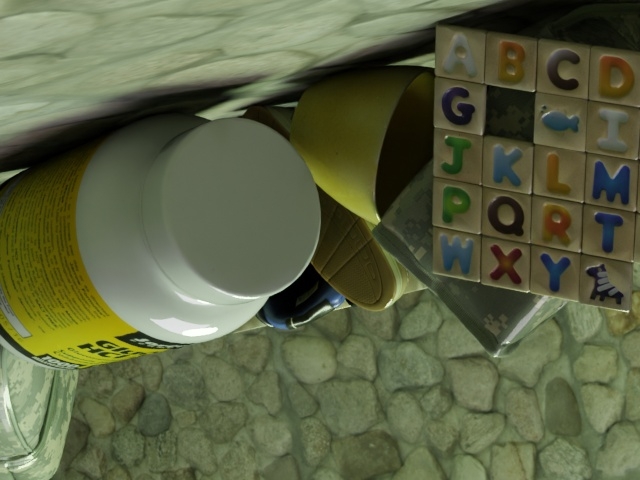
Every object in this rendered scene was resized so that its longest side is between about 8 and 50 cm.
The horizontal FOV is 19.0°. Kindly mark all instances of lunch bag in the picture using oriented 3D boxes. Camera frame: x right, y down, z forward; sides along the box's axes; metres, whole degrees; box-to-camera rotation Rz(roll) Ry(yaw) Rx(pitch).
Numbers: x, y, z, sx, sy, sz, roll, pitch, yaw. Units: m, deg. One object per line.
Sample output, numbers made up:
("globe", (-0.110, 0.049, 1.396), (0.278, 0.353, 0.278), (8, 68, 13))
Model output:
("lunch bag", (0.210, -0.064, 1.535), (0.235, 0.169, 0.287), (-50, 170, 30))
("lunch bag", (-0.393, 0.105, 1.859), (0.305, 0.212, 0.256), (6, 157, 8))

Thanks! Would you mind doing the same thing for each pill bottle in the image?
("pill bottle", (-0.148, 0.001, 1.584), (0.188, 0.188, 0.334), (-12, 178, -34))

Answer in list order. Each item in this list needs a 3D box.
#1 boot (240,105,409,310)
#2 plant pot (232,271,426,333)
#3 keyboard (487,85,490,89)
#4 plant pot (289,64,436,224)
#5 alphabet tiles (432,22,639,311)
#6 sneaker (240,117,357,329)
("boot", (0.044, -0.041, 1.657), (0.165, 0.213, 0.077), (-13, 149, -46))
("plant pot", (0.000, 0.000, 2.533), (0.284, 0.191, 0.284), (-13, 177, -1))
("keyboard", (0.219, -0.150, 2.052), (0.201, 0.033, 0.317), (-6, 177, -15))
("plant pot", (0.032, -0.085, 1.541), (0.095, 0.134, 0.134), (17, -170, 23))
("alphabet tiles", (0.189, -0.045, 1.368), (0.237, 0.198, 0.009), (11, -154, 26))
("sneaker", (-0.027, 0.001, 1.832), (0.127, 0.182, 0.315), (-15, 168, 10))
